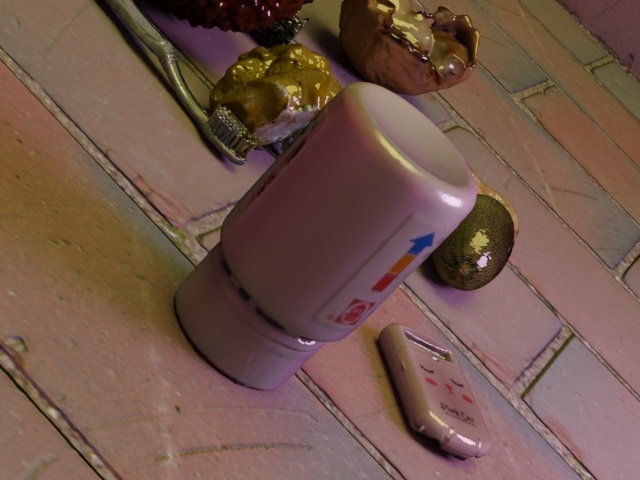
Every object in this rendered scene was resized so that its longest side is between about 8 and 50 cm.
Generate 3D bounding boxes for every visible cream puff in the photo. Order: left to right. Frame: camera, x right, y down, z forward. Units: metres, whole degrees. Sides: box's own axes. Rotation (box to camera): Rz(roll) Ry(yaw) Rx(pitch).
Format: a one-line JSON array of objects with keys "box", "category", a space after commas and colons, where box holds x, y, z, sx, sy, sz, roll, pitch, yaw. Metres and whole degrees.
[{"box": [-0.047, -0.161, 1.659, 0.156, 0.121, 0.156, 30, 26, -16], "category": "cream puff"}]

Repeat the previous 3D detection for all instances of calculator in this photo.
[{"box": [0.113, 0.148, 1.497, 0.100, 0.032, 0.175, 28, 27, -33], "category": "calculator"}]

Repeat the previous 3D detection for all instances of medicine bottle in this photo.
[{"box": [0.000, 0.000, 1.278, 0.152, 0.254, 0.152, 36, 25, -19], "category": "medicine bottle"}]

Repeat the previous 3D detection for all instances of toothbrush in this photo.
[{"box": [-0.199, -0.235, 1.648, 0.413, 0.042, 0.035, 50, 23, 20], "category": "toothbrush"}]

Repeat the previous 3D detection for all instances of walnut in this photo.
[{"box": [0.104, -0.281, 2.108, 0.238, 0.141, 0.204, 35, 34, -25], "category": "walnut"}]

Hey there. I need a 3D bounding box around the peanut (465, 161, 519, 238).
[{"box": [0.184, -0.055, 1.918, 0.174, 0.080, 0.080, 37, 23, -14], "category": "peanut"}]

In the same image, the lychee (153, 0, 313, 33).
[{"box": [-0.108, -0.381, 1.759, 0.276, 0.276, 0.304, 44, 43, 1], "category": "lychee"}]

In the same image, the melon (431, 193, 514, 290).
[{"box": [0.179, 0.004, 1.778, 0.099, 0.099, 0.162, 42, 30, -5], "category": "melon"}]

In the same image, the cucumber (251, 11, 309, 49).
[{"box": [-0.122, -0.338, 1.925, 0.245, 0.067, 0.067, 42, 22, 2], "category": "cucumber"}]
